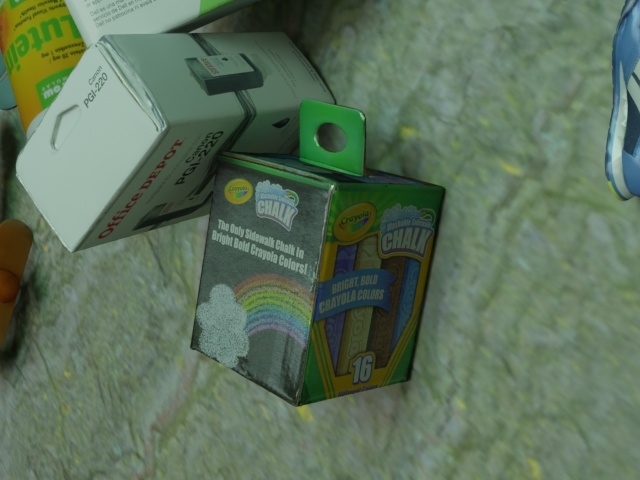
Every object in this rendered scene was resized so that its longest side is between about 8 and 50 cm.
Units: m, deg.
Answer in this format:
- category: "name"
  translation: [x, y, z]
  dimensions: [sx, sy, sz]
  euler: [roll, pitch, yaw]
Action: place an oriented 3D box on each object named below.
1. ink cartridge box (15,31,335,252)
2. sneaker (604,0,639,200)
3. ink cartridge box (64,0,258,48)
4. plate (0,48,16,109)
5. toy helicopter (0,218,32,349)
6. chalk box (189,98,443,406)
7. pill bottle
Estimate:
- category: "ink cartridge box"
  translation: [-0.114, -0.088, 0.702]
  dimensions: [0.158, 0.218, 0.092]
  euler: [-44, 75, 34]
- category: "sneaker"
  translation: [0.214, -0.094, 0.523]
  dimensions: [0.059, 0.053, 0.144]
  euler: [9, 106, 43]
- category: "ink cartridge box"
  translation: [-0.133, -0.304, 0.657]
  dimensions: [0.199, 0.115, 0.272]
  euler: [-21, 102, 9]
- category: "plate"
  translation: [-0.420, -0.266, 1.115]
  dimensions: [0.188, 0.024, 0.188]
  euler: [2, 93, 42]
- category: "toy helicopter"
  translation: [-0.452, 0.009, 1.081]
  dimensions: [0.235, 0.140, 0.354]
  euler: [13, 97, 40]
- category: "chalk box"
  translation: [0.000, 0.000, 0.669]
  dimensions: [0.132, 0.132, 0.212]
  euler: [20, 104, 41]
- category: "pill bottle"
  translation: [-0.244, -0.153, 0.880]
  dimensions: [0.136, 0.136, 0.245]
  euler: [-35, 69, 38]
